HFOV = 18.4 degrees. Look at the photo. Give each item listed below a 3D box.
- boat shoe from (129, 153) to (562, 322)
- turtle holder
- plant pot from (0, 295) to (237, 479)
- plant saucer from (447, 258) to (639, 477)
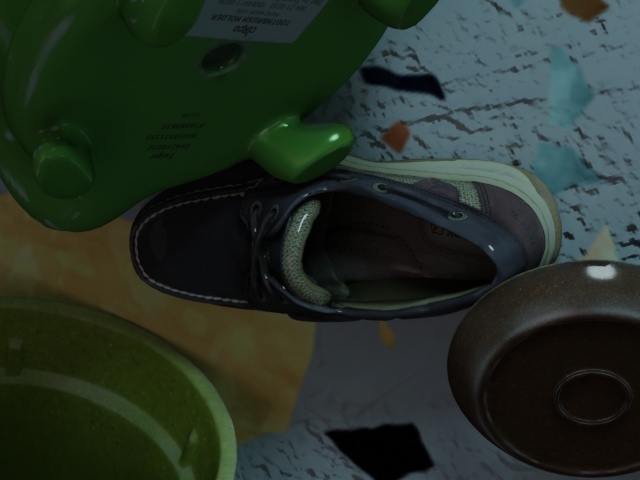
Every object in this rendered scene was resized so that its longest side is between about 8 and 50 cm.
[{"bbox_3d":[0.000,0.000,1.199,0.285,0.092,0.103,1,105,25],"label":"boat shoe"},{"bbox_3d":[-0.091,-0.147,1.141,0.227,0.243,0.320,62,160,26],"label":"turtle holder"},{"bbox_3d":[-0.208,0.220,1.297,0.276,0.276,0.254,24,126,18],"label":"plant pot"},{"bbox_3d":[0.157,0.083,1.141,0.168,0.029,0.168,3,131,4],"label":"plant saucer"}]
